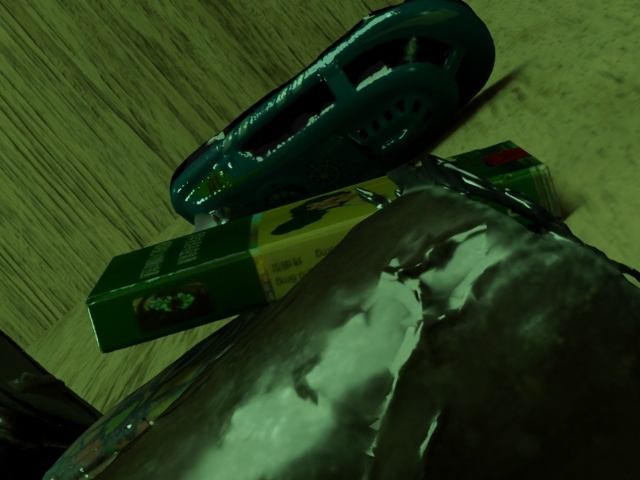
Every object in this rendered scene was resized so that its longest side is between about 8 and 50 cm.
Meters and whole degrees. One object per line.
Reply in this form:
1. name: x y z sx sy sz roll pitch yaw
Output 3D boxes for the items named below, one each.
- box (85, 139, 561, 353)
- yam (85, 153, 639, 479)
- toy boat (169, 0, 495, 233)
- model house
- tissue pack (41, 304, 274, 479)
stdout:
1. box: 0.000 0.000 0.840 0.235 0.034 0.132 -17 8 1
2. yam: -0.028 0.109 0.373 0.280 0.131 0.131 -44 8 -5
3. toy boat: 0.019 -0.074 1.312 0.299 0.134 0.092 -36 46 22
4. model house: -0.276 0.143 1.146 0.164 0.203 0.141 -54 -15 8
5. tissue pack: -0.067 0.096 0.851 0.148 0.060 0.108 -36 4 30
